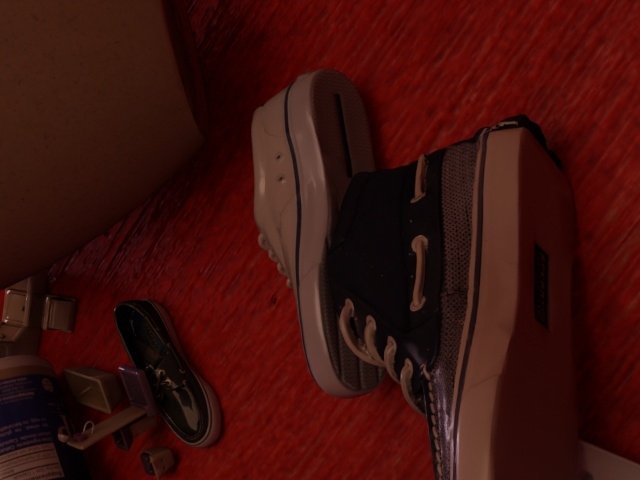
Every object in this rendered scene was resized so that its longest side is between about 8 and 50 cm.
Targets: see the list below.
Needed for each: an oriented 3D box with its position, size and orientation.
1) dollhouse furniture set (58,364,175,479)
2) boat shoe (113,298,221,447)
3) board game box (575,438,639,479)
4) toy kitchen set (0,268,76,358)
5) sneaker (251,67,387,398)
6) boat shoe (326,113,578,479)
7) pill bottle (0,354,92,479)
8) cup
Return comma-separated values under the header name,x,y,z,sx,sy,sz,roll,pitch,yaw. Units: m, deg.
name,x,y,z,sx,sy,sz,roll,pitch,yaw
dollhouse furniture set,-0.191,0.155,1.527,0.114,0.081,0.091,10,122,54
boat shoe,-0.128,0.108,1.517,0.049,0.040,0.142,-42,62,21
board game box,0.242,0.366,1.219,0.390,0.050,0.390,20,94,34
toy kitchen set,-0.259,0.064,1.592,0.068,0.075,0.083,7,91,34
sneaker,0.000,0.000,1.431,0.091,0.094,0.258,-24,63,46
boat shoe,0.084,0.079,1.290,0.158,0.127,0.341,-14,49,29
pill bottle,-0.246,0.200,1.538,0.112,0.112,0.187,-31,69,26
cup,-0.223,-0.133,1.486,0.237,0.331,0.331,-14,73,4
